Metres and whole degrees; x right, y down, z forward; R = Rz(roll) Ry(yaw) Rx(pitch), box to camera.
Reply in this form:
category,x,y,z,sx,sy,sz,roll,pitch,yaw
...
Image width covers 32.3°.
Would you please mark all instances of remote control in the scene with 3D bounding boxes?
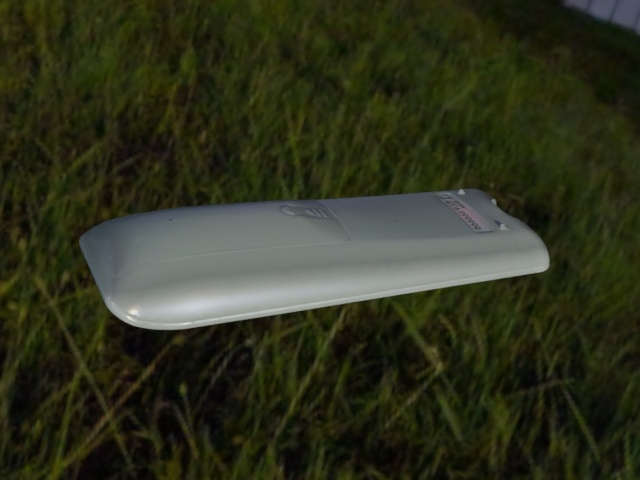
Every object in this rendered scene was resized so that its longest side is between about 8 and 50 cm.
category,x,y,z,sx,sy,sz,roll,pitch,yaw
remote control,0.000,0.001,0.707,0.293,0.051,0.103,-5,28,-23
